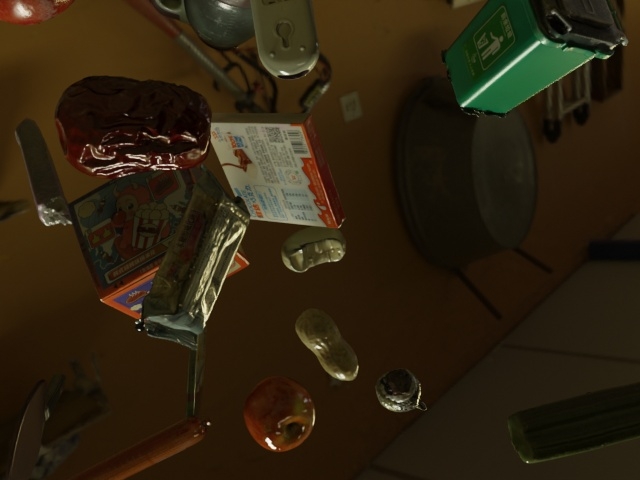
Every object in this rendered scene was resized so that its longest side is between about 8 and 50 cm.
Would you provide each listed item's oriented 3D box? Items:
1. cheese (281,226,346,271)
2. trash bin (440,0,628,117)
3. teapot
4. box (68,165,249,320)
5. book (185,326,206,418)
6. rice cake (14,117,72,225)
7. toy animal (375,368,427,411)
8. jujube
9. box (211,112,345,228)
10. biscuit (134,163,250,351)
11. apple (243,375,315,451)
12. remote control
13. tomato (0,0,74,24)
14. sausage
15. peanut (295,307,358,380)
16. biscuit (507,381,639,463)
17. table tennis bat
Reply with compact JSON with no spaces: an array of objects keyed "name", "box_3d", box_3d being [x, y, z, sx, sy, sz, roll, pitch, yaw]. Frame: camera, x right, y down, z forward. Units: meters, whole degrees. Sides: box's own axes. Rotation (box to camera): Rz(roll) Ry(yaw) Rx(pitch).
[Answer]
[{"name":"cheese","box_3d":[-0.019,0.000,1.784,0.164,0.070,0.249,-10,-159,1]},{"name":"trash bin","box_3d":[0.513,-0.492,1.723,0.295,0.259,0.381,1,158,-31]},{"name":"teapot","box_3d":[-0.264,-0.608,1.691,0.315,0.233,0.312,18,152,-13]},{"name":"box","box_3d":[-0.433,-0.018,1.867,0.349,0.318,0.257,-28,155,3]},{"name":"book","box_3d":[-0.290,0.292,1.618,0.026,0.289,0.201,3,172,-4]},{"name":"rice cake","box_3d":[-0.629,-0.159,1.564,0.064,0.070,0.399,-20,-137,-17]},{"name":"toy animal","box_3d":[0.190,0.332,1.525,0.137,0.098,0.098,24,-165,-9]},{"name":"jujube","box_3d":[-0.278,-0.170,1.052,0.230,0.155,0.155,1,-163,-4]},{"name":"box","box_3d":[-0.099,-0.152,1.515,0.265,0.273,0.048,7,-135,31]},{"name":"biscuit","box_3d":[-0.220,0.035,1.250,0.079,0.309,0.186,17,169,24]},{"name":"apple","box_3d":[-0.094,0.386,1.568,0.163,0.163,0.139,-24,-147,-24]},{"name":"remote control","box_3d":[-0.051,-0.314,0.874,0.078,0.221,0.042,-9,177,6]},{"name":"tomato","box_3d":[-0.487,-0.441,1.126,0.187,0.151,0.187,-7,-131,9]},{"name":"sausage","box_3d":[-0.364,0.425,1.351,0.348,0.053,0.053,-27,-163,5]},{"name":"peanut","box_3d":[0.024,0.318,2.122,0.124,0.256,0.123,-37,169,-9]},{"name":"biscuit","box_3d":[0.474,0.308,1.207,0.323,0.038,0.099,-7,-123,-17]},{"name":"table tennis bat","box_3d":[-0.428,0.274,1.051,0.021,0.154,0.274,9,-166,-9]}]
